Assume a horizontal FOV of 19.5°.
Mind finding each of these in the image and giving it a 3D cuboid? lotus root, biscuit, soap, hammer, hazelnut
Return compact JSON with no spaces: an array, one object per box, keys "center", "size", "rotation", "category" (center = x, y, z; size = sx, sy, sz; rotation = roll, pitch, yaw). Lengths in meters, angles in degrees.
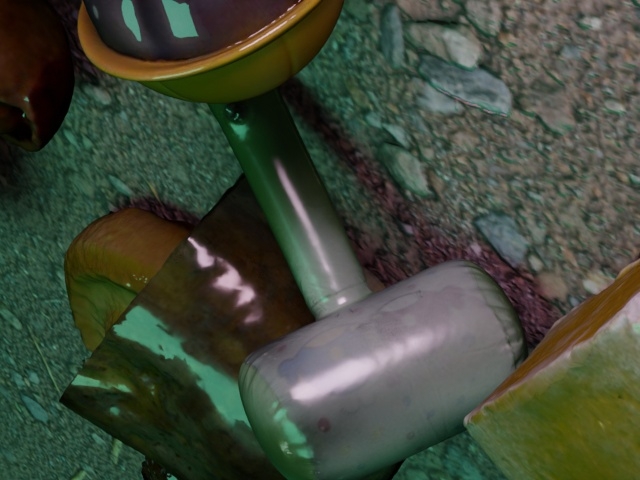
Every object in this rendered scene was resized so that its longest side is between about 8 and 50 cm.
[{"center":[-0.052,0.134,1.488],"size":[0.260,0.149,0.267],"rotation":[41,131,-2],"category":"lotus root"},{"center":[-0.122,0.102,1.697],"size":[0.296,0.102,0.296],"rotation":[35,153,21],"category":"biscuit"},{"center":[0.282,0.155,1.140],"size":[0.335,0.156,0.293],"rotation":[47,157,2],"category":"soap"},{"center":[0.000,0.000,1.341],"size":[0.335,0.206,0.119],"rotation":[64,171,6],"category":"hammer"},{"center":[-0.292,-0.153,1.517],"size":[0.202,0.160,0.170],"rotation":[50,-173,-5],"category":"hazelnut"}]

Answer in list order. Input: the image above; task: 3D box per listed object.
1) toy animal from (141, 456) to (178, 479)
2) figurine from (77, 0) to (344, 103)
[{"center":[-0.107,0.283,1.925],"size":[0.243,0.087,0.260],"rotation":[37,154,16],"category":"toy animal"},{"center":[-0.067,-0.211,1.141],"size":[0.192,0.167,0.257],"rotation":[31,128,53],"category":"figurine"}]
